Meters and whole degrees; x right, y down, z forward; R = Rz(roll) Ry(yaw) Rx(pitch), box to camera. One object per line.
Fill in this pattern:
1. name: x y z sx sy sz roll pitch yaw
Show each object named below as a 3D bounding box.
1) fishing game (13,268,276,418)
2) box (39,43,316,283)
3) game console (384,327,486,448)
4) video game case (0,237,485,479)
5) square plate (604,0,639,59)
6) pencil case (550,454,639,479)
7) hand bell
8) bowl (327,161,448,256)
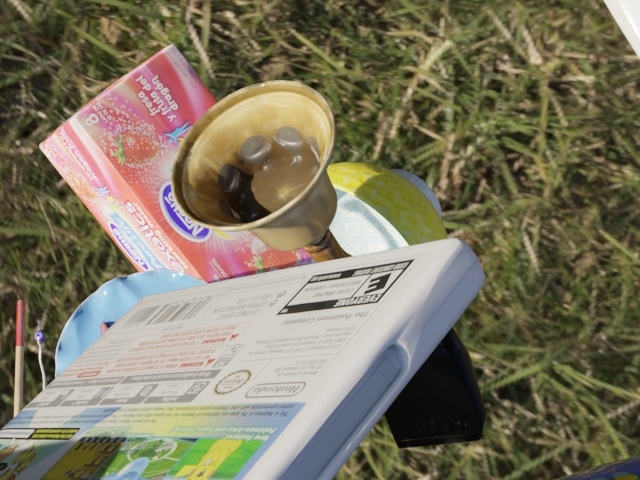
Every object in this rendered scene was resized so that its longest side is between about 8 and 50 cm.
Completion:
1. fishing game: -0.155 0.116 0.948 0.264 0.041 0.189 -3 76 3
2. box: -0.146 -0.040 1.149 0.142 0.154 0.300 -43 104 -26
3. game console: 0.028 0.176 1.350 0.044 0.361 0.213 -39 111 -53
4. video game case: -0.104 0.118 0.584 0.300 0.329 0.036 -46 112 -35
5. square plate: 0.306 -0.010 0.349 0.344 0.049 0.347 -25 80 -25
6. pencil case: 0.181 0.204 0.646 0.306 0.133 0.119 -9 145 -25
7. hand bell: 0.000 0.000 0.810 0.126 0.126 0.242 -46 140 -6
8. bowl: 0.094 -0.018 1.580 0.156 0.289 0.289 -44 116 -29
